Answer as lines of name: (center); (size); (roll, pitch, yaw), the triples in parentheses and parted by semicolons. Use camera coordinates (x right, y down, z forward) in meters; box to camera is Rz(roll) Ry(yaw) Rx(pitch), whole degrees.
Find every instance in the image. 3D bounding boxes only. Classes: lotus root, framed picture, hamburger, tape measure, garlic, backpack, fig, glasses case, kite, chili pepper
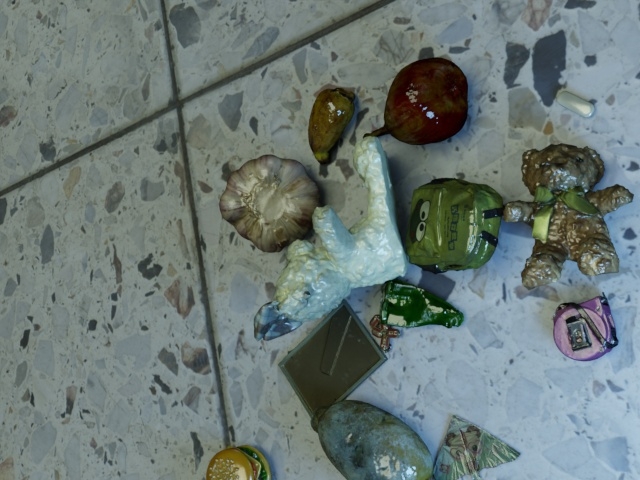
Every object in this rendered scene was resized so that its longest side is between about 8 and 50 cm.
lotus root: (0.107, 0.449, 1.938); (0.350, 0.175, 0.175); (29, 100, 35)
framed picture: (0.023, 0.286, 2.100); (0.250, 0.016, 0.184); (-47, 61, 20)
hamburger: (-0.197, 0.571, 2.154); (0.162, 0.115, 0.162); (-6, 79, 33)
tape measure: (0.514, 0.173, 1.746); (0.118, 0.074, 0.125); (-26, 69, 30)
garlic: (-0.118, -0.091, 2.161); (0.245, 0.160, 0.244); (0, 94, 1)
backpack: (0.284, -0.028, 1.856); (0.253, 0.140, 0.207); (-178, 95, -67)
fig: (0.216, -0.271, 1.984); (0.190, 0.191, 0.290); (64, 154, 22)
lotus root: (0.016, -0.273, 2.130); (0.190, 0.095, 0.108); (-67, 22, 15)
glasses case: (0.522, -0.279, 1.827); (0.083, 0.021, 0.032); (36, 104, 32)
kite: (0.323, 0.486, 1.876); (0.229, 0.012, 0.250); (-32, 68, 31)
chili pepper: (0.212, 0.151, 1.964); (0.216, 0.062, 0.108); (17, 100, 34)

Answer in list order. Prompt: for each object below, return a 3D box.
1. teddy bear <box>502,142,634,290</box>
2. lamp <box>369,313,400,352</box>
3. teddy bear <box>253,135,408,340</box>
teddy bear: (0.469, -0.059, 1.704); (0.246, 0.296, 0.222); (-12, 103, 22)
lamp: (0.141, 0.205, 2.023); (0.063, 0.031, 0.083); (-53, 56, 16)
teddy bear: (0.000, 0.000, 1.964); (0.362, 0.327, 0.375); (-14, 79, 9)
